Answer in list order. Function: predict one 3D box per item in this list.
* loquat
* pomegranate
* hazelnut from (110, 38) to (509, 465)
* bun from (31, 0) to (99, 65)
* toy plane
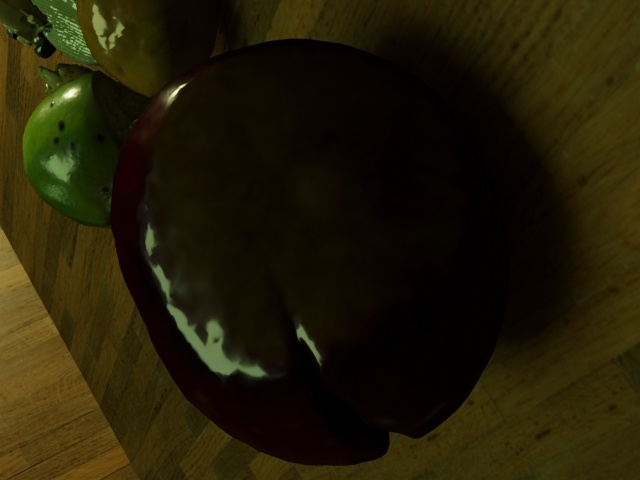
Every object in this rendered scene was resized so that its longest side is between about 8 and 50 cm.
[{"bbox_3d":[-0.228,-0.305,1.448,0.187,0.176,0.234,-61,-35,-70],"label":"loquat"},{"bbox_3d":[-0.358,-0.163,1.762,0.340,0.260,0.260,54,153,33],"label":"pomegranate"},{"bbox_3d":[0.000,0.000,1.109,0.429,0.402,0.402,50,152,17],"label":"hazelnut"},{"bbox_3d":[-0.377,-0.379,1.727,0.204,0.126,0.212,36,159,1],"label":"bun"},{"bbox_3d":[-0.496,-0.376,1.862,0.242,0.256,0.104,36,104,21],"label":"toy plane"}]
